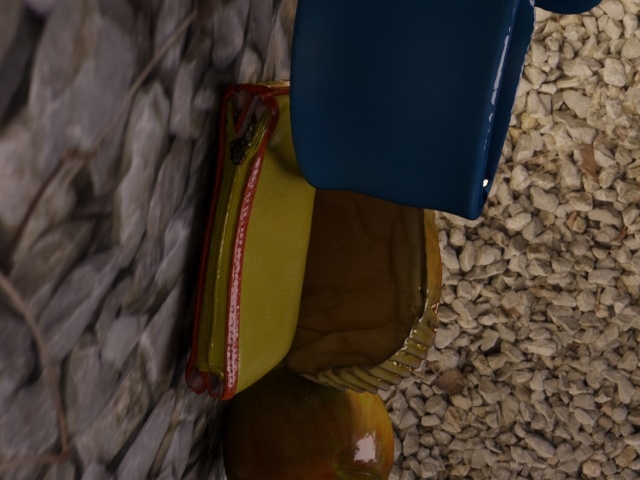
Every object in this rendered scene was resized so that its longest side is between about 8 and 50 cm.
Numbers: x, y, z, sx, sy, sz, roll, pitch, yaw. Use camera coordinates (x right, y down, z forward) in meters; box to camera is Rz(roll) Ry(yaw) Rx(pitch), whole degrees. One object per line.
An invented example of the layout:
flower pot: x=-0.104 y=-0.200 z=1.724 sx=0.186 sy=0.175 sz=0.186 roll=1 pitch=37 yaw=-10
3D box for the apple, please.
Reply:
apple: x=-0.015 y=0.219 z=0.790 sx=0.196 sy=0.196 sz=0.195 roll=17 pitch=90 yaw=-81

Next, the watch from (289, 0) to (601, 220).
watch: x=0.082 y=-0.163 z=0.476 sx=0.305 sy=0.242 sz=0.274 roll=34 pitch=71 yaw=-71

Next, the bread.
bread: x=0.034 y=0.026 z=0.709 sx=0.133 sy=0.179 sz=0.250 roll=34 pitch=51 yaw=-62

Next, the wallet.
wallet: x=-0.055 y=-0.005 z=0.554 sx=0.141 sy=0.067 sz=0.241 roll=-36 pitch=137 yaw=-68
